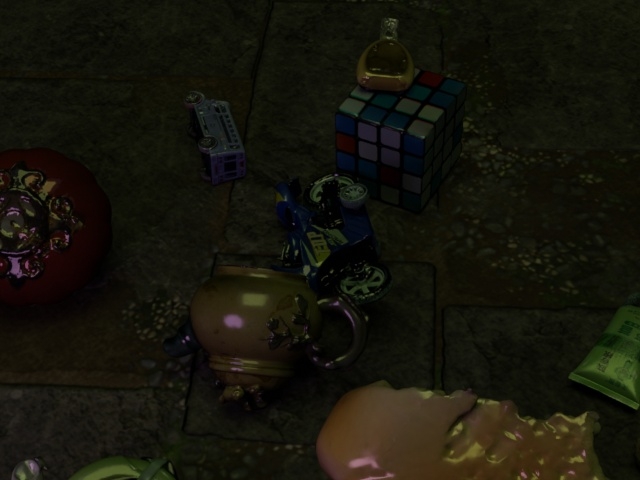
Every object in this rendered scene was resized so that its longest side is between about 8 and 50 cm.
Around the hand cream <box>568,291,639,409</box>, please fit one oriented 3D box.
[{"bbox_3d":[0.405,0.137,1.438,0.095,0.046,0.175,25,54,23],"label":"hand cream"}]

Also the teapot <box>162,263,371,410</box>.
[{"bbox_3d":[-0.072,0.129,1.412,0.269,0.173,0.183,6,85,11],"label":"teapot"}]

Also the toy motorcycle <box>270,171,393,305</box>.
[{"bbox_3d":[0.000,0.000,1.560,0.168,0.113,0.315,-16,37,1],"label":"toy motorcycle"}]

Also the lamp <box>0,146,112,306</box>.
[{"bbox_3d":[-0.403,-0.019,1.543,0.226,0.227,0.227,-2,45,2],"label":"lamp"}]

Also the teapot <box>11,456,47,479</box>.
[{"bbox_3d":[-0.278,0.419,1.031,0.252,0.280,0.424,-5,55,0],"label":"teapot"}]

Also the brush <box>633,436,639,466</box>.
[{"bbox_3d":[0.441,0.341,1.241,0.042,0.039,0.299,-15,47,-13],"label":"brush"}]

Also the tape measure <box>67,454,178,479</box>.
[{"bbox_3d":[-0.220,0.333,1.246,0.200,0.106,0.175,-27,63,-19],"label":"tape measure"}]

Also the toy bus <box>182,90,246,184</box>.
[{"bbox_3d":[-0.170,-0.170,1.762,0.076,0.073,0.167,-12,49,-12],"label":"toy bus"}]

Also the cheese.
[{"bbox_3d":[0.102,-0.286,1.666,0.086,0.036,0.163,4,46,5],"label":"cheese"}]

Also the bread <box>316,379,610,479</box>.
[{"bbox_3d":[0.176,0.307,1.085,0.423,0.329,0.245,26,51,12],"label":"bread"}]

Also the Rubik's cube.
[{"bbox_3d":[0.122,-0.162,1.676,0.151,0.154,0.155,21,50,22],"label":"Rubik's cube"}]
